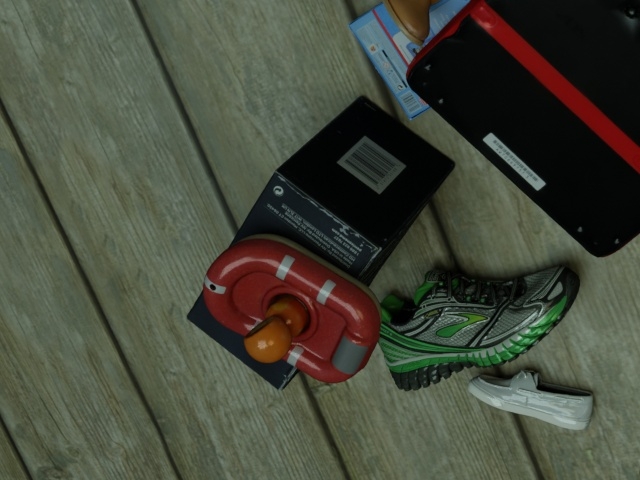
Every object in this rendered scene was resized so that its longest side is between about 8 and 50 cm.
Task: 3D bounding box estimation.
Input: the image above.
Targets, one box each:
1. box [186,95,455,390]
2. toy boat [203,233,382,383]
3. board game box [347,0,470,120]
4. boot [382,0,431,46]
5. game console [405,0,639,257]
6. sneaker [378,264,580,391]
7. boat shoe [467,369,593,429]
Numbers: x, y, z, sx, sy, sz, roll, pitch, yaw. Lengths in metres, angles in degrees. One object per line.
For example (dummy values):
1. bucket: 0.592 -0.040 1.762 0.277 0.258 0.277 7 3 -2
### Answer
1. box: 0.000 0.000 1.983 0.183 0.296 0.294 36 125 6
2. toy boat: -0.048 0.100 1.784 0.231 0.151 0.151 30 125 10
3. board game box: 0.164 -0.280 1.918 0.211 0.039 0.160 -28 99 34
4. boot: 0.150 -0.358 1.817 0.152 0.073 0.197 -25 63 28
5. game console: 0.348 -0.192 1.839 0.386 0.060 0.342 42 129 -6
6. sneaker: 0.212 0.104 2.028 0.344 0.134 0.146 -23 102 34
7. boat shoe: 0.309 0.222 2.083 0.184 0.066 0.063 18 107 21
